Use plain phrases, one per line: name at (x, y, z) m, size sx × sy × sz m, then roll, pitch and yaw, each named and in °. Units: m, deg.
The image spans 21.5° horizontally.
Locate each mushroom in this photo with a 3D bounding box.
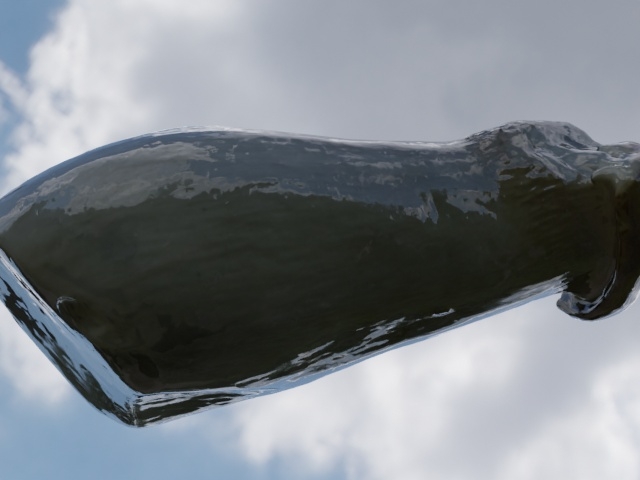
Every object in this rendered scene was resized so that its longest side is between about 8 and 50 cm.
mushroom at (0.000, 0.000, 0.558) m, size 0.225 × 0.093 × 0.116 m, roll -18°, pitch -33°, yaw -2°
